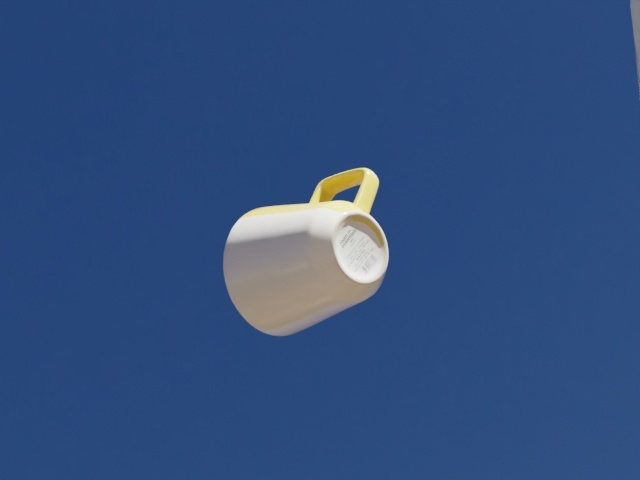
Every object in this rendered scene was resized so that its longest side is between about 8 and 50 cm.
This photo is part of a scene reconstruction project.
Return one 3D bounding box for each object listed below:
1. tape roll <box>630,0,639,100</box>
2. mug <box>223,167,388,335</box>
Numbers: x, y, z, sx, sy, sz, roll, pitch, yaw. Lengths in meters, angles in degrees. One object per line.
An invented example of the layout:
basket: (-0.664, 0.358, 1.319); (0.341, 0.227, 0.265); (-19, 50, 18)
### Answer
tape roll: (0.175, -0.077, 0.268); (0.100, 0.286, 0.286); (7, -54, -26)
mug: (-0.003, 0.002, 0.755); (0.062, 0.078, 0.064); (7, -15, -39)
